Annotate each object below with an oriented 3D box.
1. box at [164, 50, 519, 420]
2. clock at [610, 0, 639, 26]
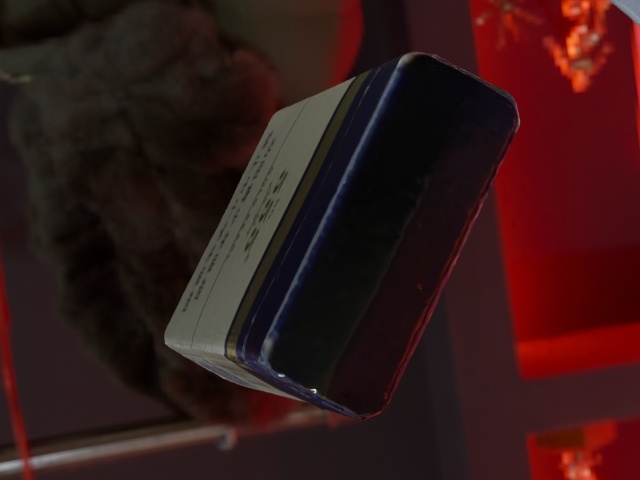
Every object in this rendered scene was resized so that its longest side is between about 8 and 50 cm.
[{"bbox_3d":[0.000,0.000,0.798,0.071,0.168,0.259,28,172,-14],"label":"box"},{"bbox_3d":[0.163,-0.142,0.555,0.186,0.083,0.253,-8,-138,-30],"label":"clock"}]
